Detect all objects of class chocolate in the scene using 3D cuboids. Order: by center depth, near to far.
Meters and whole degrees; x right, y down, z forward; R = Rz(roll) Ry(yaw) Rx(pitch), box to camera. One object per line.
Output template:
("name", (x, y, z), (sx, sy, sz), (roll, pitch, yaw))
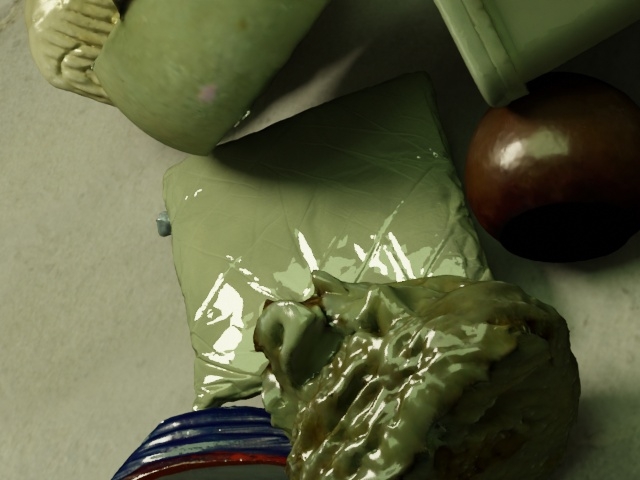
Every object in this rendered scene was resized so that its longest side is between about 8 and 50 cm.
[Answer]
("chocolate", (0.202, -0.072, 1.340), (0.177, 0.177, 0.176), (-18, 50, 22))

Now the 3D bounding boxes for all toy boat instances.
("toy boat", (-0.047, 0.255, 1.270), (0.219, 0.072, 0.318), (-25, 51, -9))

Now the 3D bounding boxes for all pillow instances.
("pillow", (-0.001, 0.000, 1.421), (0.281, 0.076, 0.274), (-23, 52, 11))

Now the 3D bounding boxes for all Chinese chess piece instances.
("Chinese chess piece", (-0.060, -0.242, 1.415), (0.349, 0.146, 0.349), (-53, 6, 8))

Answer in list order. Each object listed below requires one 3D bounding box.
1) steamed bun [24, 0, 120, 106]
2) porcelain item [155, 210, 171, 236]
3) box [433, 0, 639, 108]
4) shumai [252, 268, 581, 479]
("steamed bun", (-0.155, -0.281, 1.675), (0.203, 0.276, 0.289), (-123, 54, -70))
("porcelain item", (-0.124, -0.021, 1.610), (0.083, 0.028, 0.036), (-10, 51, 27))
("box", (0.249, -0.293, 1.366), (0.344, 0.177, 0.352), (-29, 11, 10))
("shumai", (0.062, 0.122, 1.244), (0.218, 0.189, 0.256), (40, 92, 33))
